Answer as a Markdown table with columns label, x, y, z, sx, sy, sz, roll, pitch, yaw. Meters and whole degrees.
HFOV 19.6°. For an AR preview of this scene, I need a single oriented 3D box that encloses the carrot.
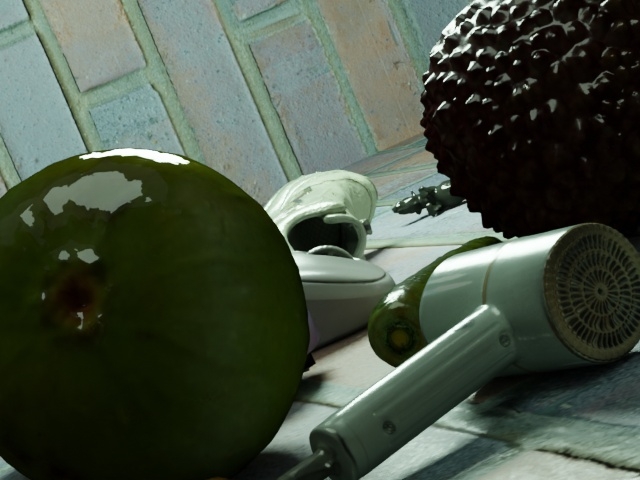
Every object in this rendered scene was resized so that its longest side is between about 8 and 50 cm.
| label | x | y | z | sx | sy | sz | roll | pitch | yaw |
| --- | --- | --- | --- | --- | --- | --- | --- | --- | --- |
| carrot | 0.122 | 0.047 | 1.775 | 0.074 | 0.074 | 0.358 | -20 | 5 | 22 |

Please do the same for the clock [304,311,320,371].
| label | x | y | z | sx | sy | sz | roll | pitch | yaw |
| --- | --- | --- | --- | --- | --- | --- | --- | --- | --- |
| clock | -0.071 | 0.125 | 1.813 | 0.172 | 0.064 | 0.198 | -27 | 7 | -31 |

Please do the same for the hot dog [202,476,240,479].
| label | x | y | z | sx | sy | sz | roll | pitch | yaw |
| --- | --- | --- | --- | --- | --- | --- | --- | --- | --- |
| hot dog | -0.168 | 0.230 | 1.323 | 0.286 | 0.061 | 0.088 | -23 | 17 | 13 |

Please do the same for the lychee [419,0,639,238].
| label | x | y | z | sx | sy | sz | roll | pitch | yaw |
| --- | --- | --- | --- | --- | --- | --- | --- | --- | --- |
| lychee | 0.253 | -0.131 | 1.870 | 0.306 | 0.306 | 0.330 | -22 | 34 | 11 |

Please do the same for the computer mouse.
| label | x | y | z | sx | sy | sz | roll | pitch | yaw |
| --- | --- | --- | --- | --- | --- | --- | --- | --- | --- |
| computer mouse | -0.069 | 0.073 | 2.018 | 0.297 | 0.121 | 0.184 | -24 | 5 | 0 |

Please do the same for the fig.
| label | x | y | z | sx | sy | sz | roll | pitch | yaw |
| --- | --- | --- | --- | --- | --- | --- | --- | --- | --- |
| fig | -0.146 | 0.081 | 1.538 | 0.316 | 0.316 | 0.316 | -23 | 6 | 3 |

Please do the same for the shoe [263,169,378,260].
| label | x | y | z | sx | sy | sz | roll | pitch | yaw |
| --- | --- | --- | --- | --- | --- | --- | --- | --- | --- |
| shoe | 0.000 | 0.000 | 2.385 | 0.210 | 0.132 | 0.342 | -11 | 17 | 44 |

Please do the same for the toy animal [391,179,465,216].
| label | x | y | z | sx | sy | sz | roll | pitch | yaw |
| --- | --- | --- | --- | --- | --- | --- | --- | --- | --- |
| toy animal | 0.163 | -0.061 | 2.645 | 0.135 | 0.047 | 0.065 | -22 | 1 | 23 |

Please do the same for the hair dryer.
| label | x | y | z | sx | sy | sz | roll | pitch | yaw |
| --- | --- | --- | --- | --- | --- | --- | --- | --- | --- |
| hair dryer | 0.070 | 0.105 | 1.359 | 0.357 | 0.107 | 0.173 | -31 | 7 | -33 |
